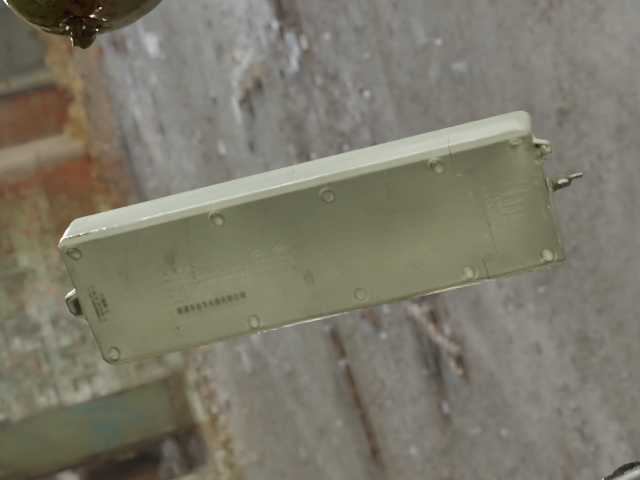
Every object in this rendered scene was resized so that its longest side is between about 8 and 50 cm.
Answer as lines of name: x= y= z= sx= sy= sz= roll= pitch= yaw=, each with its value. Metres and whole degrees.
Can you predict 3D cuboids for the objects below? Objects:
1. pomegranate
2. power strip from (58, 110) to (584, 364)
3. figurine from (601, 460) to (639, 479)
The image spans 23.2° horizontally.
pomegranate: x=-0.228 y=-0.323 z=1.596 sx=0.198 sy=0.246 sz=0.198 roll=32 pitch=166 yaw=9
power strip: x=0.000 y=0.000 z=1.065 sx=0.043 sy=0.367 sz=0.106 roll=-75 pitch=-31 yaw=-64
figurine: x=0.162 y=0.177 z=0.629 sx=0.154 sy=0.132 sz=0.132 roll=44 pitch=150 yaw=43
